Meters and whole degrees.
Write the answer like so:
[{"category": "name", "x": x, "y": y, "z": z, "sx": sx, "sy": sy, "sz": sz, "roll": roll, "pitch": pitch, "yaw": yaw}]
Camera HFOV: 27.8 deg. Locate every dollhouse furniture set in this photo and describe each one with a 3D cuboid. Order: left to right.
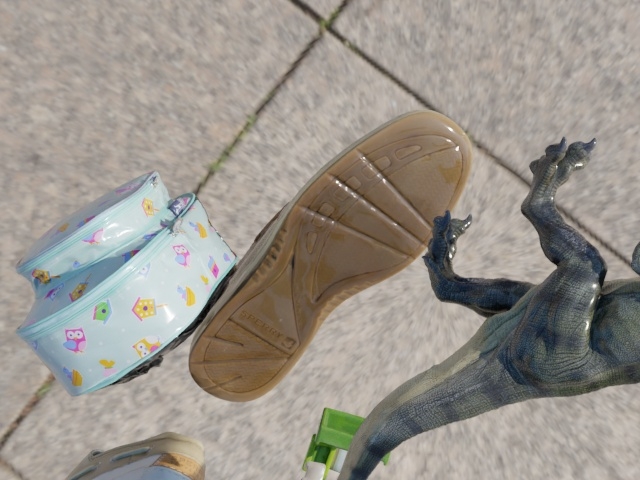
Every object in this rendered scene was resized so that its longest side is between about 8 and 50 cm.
[{"category": "dollhouse furniture set", "x": 0.008, "y": 0.207, "z": 1.024, "sx": 0.058, "sy": 0.076, "sz": 0.152, "roll": 18, "pitch": 111, "yaw": 0}]

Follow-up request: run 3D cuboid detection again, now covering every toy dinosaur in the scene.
[{"category": "toy dinosaur", "x": 0.102, "y": 0.029, "z": 0.605, "sx": 0.268, "sy": 0.064, "sz": 0.118, "roll": -24, "pitch": 71, "yaw": 20}]

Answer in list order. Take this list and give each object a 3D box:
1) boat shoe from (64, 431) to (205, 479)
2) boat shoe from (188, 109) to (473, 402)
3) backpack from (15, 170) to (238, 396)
[{"category": "boat shoe", "x": -0.209, "y": 0.270, "z": 1.295, "sx": 0.113, "sy": 0.302, "sz": 0.103, "roll": 40, "pitch": 51, "yaw": -26}, {"category": "boat shoe", "x": 0.000, "y": 0.000, "z": 1.210, "sx": 0.123, "sy": 0.123, "sz": 0.342, "roll": 34, "pitch": 108, "yaw": -19}, {"category": "backpack", "x": -0.171, "y": 0.039, "z": 1.095, "sx": 0.165, "sy": 0.188, "sz": 0.144, "roll": -29, "pitch": 111, "yaw": 19}]
